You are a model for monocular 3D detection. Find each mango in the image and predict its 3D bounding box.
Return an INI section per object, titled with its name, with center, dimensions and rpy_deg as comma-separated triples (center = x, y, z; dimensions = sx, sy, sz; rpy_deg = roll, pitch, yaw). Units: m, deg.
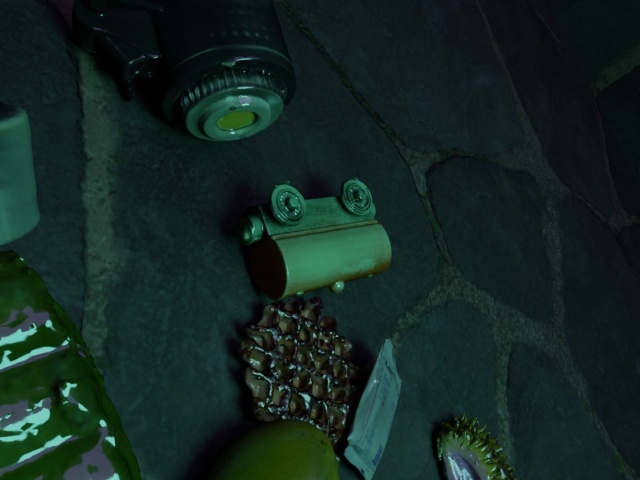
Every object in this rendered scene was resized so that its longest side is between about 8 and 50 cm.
[mango]
center = -0.078, 0.315, 0.655
dimensions = 0.156, 0.114, 0.251
rpy_deg = 25, 49, 24

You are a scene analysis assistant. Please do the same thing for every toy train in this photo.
[toy train]
center = 0.000, 0.000, 0.916
dimensions = 0.285, 0.116, 0.177
rpy_deg = -10, 76, -45

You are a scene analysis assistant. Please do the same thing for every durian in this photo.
[durian]
center = 0.305, 0.455, 0.950
dimensions = 0.191, 0.112, 0.341
rpy_deg = 10, 60, -36

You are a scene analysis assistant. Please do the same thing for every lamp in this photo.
[lamp]
center = -0.146, -0.292, 0.873
dimensions = 0.374, 0.205, 0.272
rpy_deg = -30, 85, -30

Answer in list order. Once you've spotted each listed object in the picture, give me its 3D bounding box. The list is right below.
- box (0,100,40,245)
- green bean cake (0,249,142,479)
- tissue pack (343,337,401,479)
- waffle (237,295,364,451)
[box]
center = -0.455, -0.050, 0.372
dimensions = 0.396, 0.396, 0.111
rpy_deg = -25, 127, -47
[green bean cake]
center = -0.252, 0.192, 0.428
dimensions = 0.218, 0.335, 0.319
rpy_deg = -22, 89, -45
[tissue pack]
center = 0.088, 0.261, 0.877
dimensions = 0.193, 0.026, 0.123
rpy_deg = -66, 145, -35
[waffle]
center = -0.024, 0.196, 0.837
dimensions = 0.221, 0.055, 0.234
rpy_deg = -30, 94, -48
